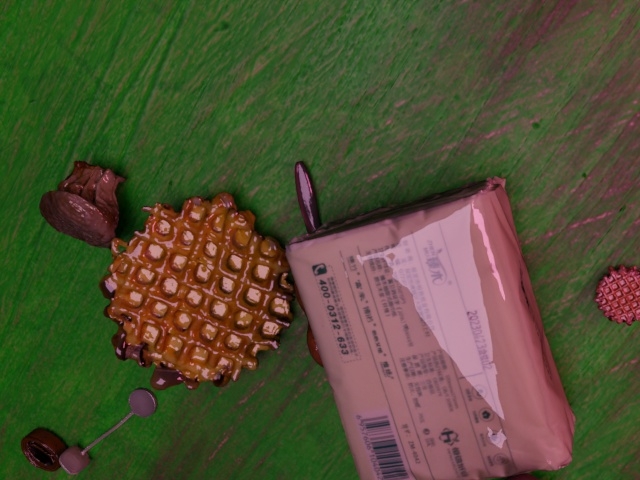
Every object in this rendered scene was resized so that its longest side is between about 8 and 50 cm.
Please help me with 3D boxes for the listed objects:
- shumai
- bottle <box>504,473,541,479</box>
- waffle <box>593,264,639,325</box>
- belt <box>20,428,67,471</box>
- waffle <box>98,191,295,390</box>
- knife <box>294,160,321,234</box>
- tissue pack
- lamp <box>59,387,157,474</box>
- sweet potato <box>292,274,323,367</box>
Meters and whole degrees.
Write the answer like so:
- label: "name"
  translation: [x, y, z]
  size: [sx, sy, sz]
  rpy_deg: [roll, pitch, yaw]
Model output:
- label: "shumai"
  translation: [-0.358, -0.061, 1.280]
  size: [0.145, 0.146, 0.116]
  rpy_deg: [22, 64, 10]
- label: "bottle"
  translation: [0.254, 0.456, 1.202]
  size: [0.120, 0.120, 0.253]
  rpy_deg: [29, 107, 8]
- label: "waffle"
  translation: [0.418, 0.073, 1.123]
  size: [0.075, 0.029, 0.083]
  rpy_deg: [21, 103, 8]
- label: "belt"
  translation: [-0.483, 0.368, 1.434]
  size: [0.083, 0.036, 0.059]
  rpy_deg: [33, 114, 7]
- label: "waffle"
  translation: [-0.193, 0.082, 1.259]
  size: [0.329, 0.062, 0.330]
  rpy_deg: [1, 101, 4]
- label: "knife"
  translation: [0.000, 0.000, 1.234]
  size: [0.035, 0.018, 0.248]
  rpy_deg: [-12, 100, 14]
- label: "tissue pack"
  translation: [0.155, 0.129, 1.114]
  size: [0.297, 0.207, 0.381]
  rpy_deg: [-14, 97, 20]
- label: "lamp"
  translation: [-0.356, 0.321, 1.382]
  size: [0.198, 0.056, 0.050]
  rpy_deg: [-41, 86, 16]
- label: "sweet potato"
  translation: [-0.002, 0.111, 1.225]
  size: [0.055, 0.058, 0.202]
  rpy_deg: [-20, 110, -16]
